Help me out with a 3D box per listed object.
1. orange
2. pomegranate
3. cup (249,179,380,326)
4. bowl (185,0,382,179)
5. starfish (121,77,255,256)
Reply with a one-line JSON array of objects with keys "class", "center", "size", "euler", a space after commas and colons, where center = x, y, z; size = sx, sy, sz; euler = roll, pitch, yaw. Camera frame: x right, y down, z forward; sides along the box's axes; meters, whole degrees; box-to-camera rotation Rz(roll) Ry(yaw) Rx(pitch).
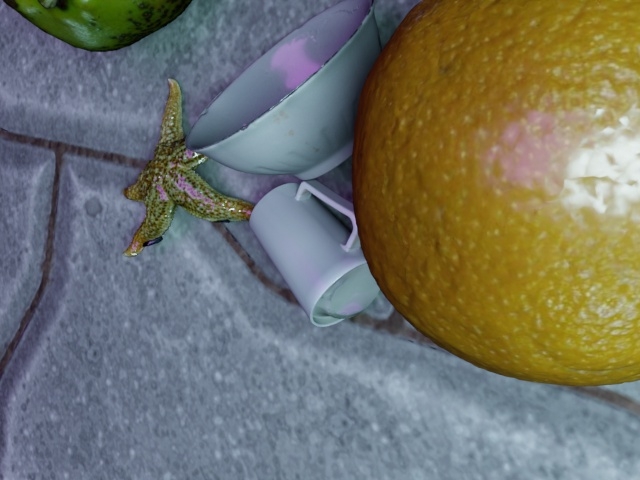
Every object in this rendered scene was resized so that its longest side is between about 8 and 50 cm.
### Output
[{"class": "orange", "center": [0.145, -0.044, 0.407], "size": [0.264, 0.264, 0.264], "euler": [1, 92, 36]}, {"class": "pomegranate", "center": [-0.227, -0.321, 0.701], "size": [0.222, 0.203, 0.277], "euler": [-43, 63, 45]}, {"class": "cup", "center": [0.000, 0.000, 0.619], "size": [0.116, 0.074, 0.104], "euler": [52, 137, 28]}, {"class": "bowl", "center": [-0.011, -0.107, 0.601], "size": [0.189, 0.189, 0.086], "euler": [-25, 119, 34]}, {"class": "starfish", "center": [-0.142, -0.080, 0.746], "size": [0.208, 0.053, 0.176], "euler": [-21, 69, 29]}]
